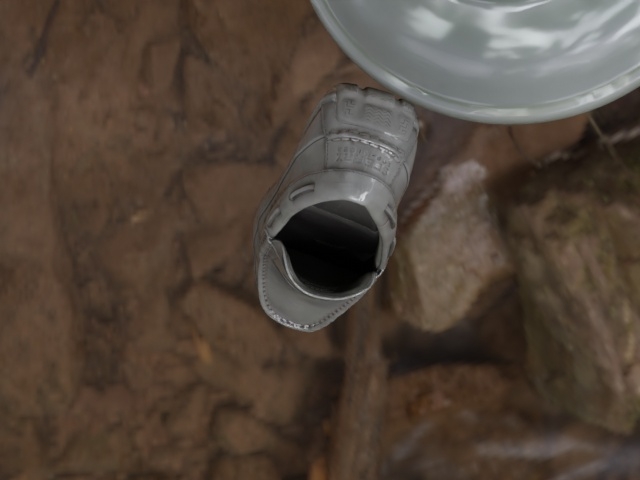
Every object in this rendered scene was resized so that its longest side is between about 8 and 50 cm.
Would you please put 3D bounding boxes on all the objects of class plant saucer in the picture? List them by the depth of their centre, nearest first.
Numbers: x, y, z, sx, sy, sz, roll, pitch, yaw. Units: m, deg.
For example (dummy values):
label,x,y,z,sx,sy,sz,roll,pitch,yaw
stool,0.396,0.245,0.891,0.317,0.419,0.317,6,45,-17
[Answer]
label,x,y,z,sx,sy,sz,roll,pitch,yaw
plant saucer,0.163,-0.303,1.442,0.401,0.100,0.400,-1,84,10

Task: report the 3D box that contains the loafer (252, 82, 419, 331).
label,x,y,z,sx,sy,sz,roll,pitch,yaw
loafer,0.000,0.000,1.318,0.112,0.111,0.319,14,150,-1
